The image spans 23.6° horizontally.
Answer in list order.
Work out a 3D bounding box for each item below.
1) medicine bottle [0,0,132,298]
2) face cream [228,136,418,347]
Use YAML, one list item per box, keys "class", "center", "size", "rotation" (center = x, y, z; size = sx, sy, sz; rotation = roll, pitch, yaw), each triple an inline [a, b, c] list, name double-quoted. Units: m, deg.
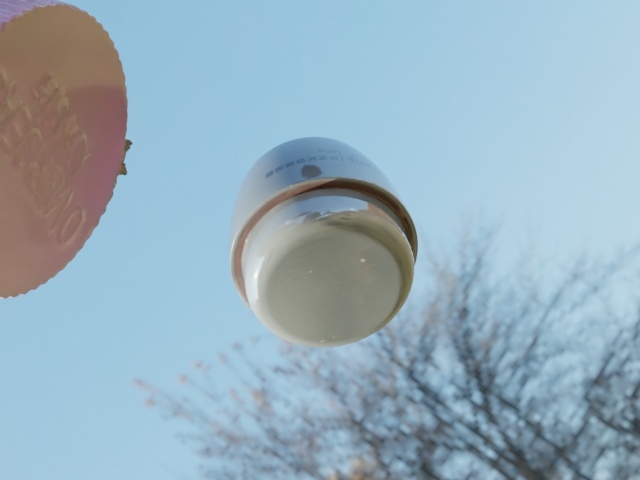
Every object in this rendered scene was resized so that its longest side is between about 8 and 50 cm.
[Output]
- class: "medicine bottle"
  center: [-0.274, -0.084, 0.885]
  size: [0.178, 0.290, 0.178]
  rotation: [-40, -41, -47]
- class: "face cream"
  center: [0.000, 0.000, 0.949]
  size: [0.104, 0.117, 0.117]
  rotation: [-104, 28, -54]
